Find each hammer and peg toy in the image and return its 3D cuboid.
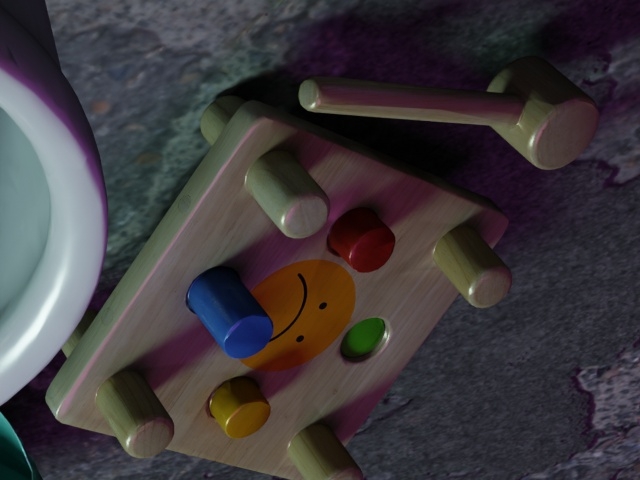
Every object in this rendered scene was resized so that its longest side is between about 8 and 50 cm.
[{"bbox_3d":[0.000,0.000,1.332,0.266,0.127,0.361,19,113,-42],"label":"hammer and peg toy"}]

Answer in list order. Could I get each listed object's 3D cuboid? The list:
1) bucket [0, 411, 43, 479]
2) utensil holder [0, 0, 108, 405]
[{"bbox_3d":[-0.308,0.240,1.432,0.281,0.281,0.183,-18,155,1],"label":"bucket"},{"bbox_3d":[-0.282,-0.130,0.799,0.328,0.385,0.327,-13,146,-9],"label":"utensil holder"}]
